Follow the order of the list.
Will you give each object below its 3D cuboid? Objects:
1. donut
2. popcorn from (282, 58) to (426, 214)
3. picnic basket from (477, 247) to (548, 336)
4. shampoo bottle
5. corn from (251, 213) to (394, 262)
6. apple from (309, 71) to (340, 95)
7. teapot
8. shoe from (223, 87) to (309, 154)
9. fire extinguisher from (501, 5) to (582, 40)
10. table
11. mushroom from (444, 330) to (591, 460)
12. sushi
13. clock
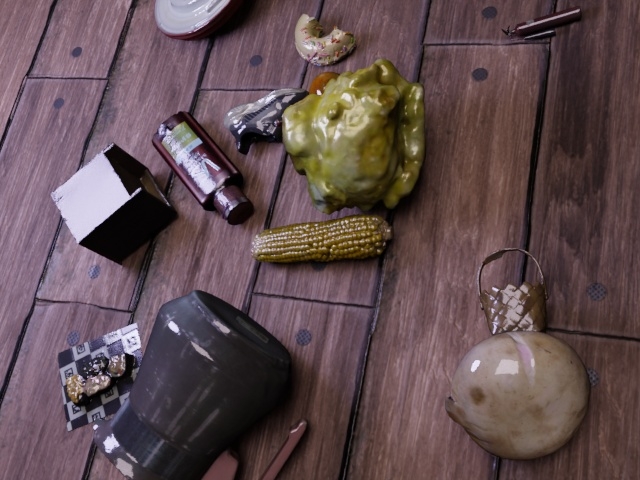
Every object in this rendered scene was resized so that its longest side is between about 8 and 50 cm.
[{"bbox_3d":[-0.005,-0.487,1.818,0.166,0.065,0.108,36,84,28],"label":"donut"},{"bbox_3d":[0.083,-0.219,1.565,0.312,0.312,0.312,-7,67,16],"label":"popcorn"},{"bbox_3d":[0.362,0.102,1.406,0.128,0.138,0.179,-14,71,14],"label":"picnic basket"},{"bbox_3d":[-0.276,-0.168,1.772,0.129,0.084,0.323,-41,62,3],"label":"shampoo bottle"},{"bbox_3d":[0.000,0.000,1.605,0.319,0.097,0.097,-6,67,19],"label":"corn"},{"bbox_3d":[0.029,-0.328,1.712,0.099,0.114,0.102,-12,53,15],"label":"apple"},{"bbox_3d":[-0.223,0.330,1.462,0.376,0.305,0.362,36,92,-1],"label":"teapot"},{"bbox_3d":[-0.118,-0.279,1.762,0.227,0.099,0.112,-16,71,17],"label":"shoe"},{"bbox_3d":[0.493,-0.475,1.663,0.173,0.035,0.049,-14,103,13],"label":"fire extinguisher"},{"bbox_3d":[-0.478,-0.083,1.757,0.193,0.172,0.169,-40,62,4],"label":"table"},{"bbox_3d":[0.343,0.266,1.313,0.254,0.255,0.184,-17,30,12],"label":"mushroom"},{"bbox_3d":[-0.503,0.298,1.677,0.215,0.050,0.192,-22,63,9],"label":"sushi"},{"bbox_3d":[-0.314,-0.667,1.955,0.318,0.080,0.319,-15,61,29],"label":"clock"}]
